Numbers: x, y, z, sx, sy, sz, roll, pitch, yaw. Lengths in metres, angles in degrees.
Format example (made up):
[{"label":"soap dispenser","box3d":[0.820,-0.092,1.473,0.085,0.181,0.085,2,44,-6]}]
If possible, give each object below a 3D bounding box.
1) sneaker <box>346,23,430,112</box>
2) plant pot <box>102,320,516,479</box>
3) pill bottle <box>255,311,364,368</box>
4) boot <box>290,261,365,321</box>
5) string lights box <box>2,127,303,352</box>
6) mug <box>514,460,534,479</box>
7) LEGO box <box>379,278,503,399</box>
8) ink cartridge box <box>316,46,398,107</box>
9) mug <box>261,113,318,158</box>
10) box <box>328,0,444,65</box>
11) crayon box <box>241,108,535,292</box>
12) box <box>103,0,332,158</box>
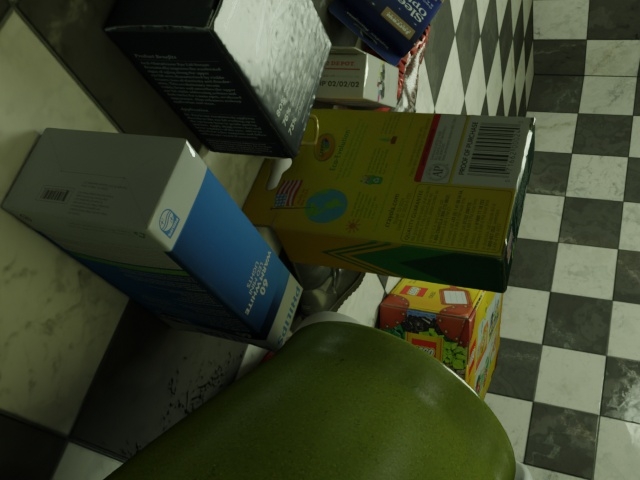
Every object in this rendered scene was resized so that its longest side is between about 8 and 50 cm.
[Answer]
[{"label":"sneaker","box3d":[0.122,-0.276,1.104,0.135,0.098,0.276,69,38,-48]},{"label":"plant pot","box3d":[-0.022,0.261,0.498,0.353,0.367,0.366,-48,141,-36]},{"label":"pill bottle","box3d":[-0.029,0.222,0.819,0.283,0.161,0.161,-52,142,-52]},{"label":"boot","box3d":[0.002,-0.001,0.959,0.189,0.076,0.208,-58,141,-48]},{"label":"string lights box","box3d":[-0.124,0.013,0.562,0.259,0.133,0.076,58,45,-58]},{"label":"mug","box3d":[0.207,0.481,1.196,0.328,0.374,0.276,-11,85,-70]},{"label":"LEGO box","box3d":[0.310,0.241,1.585,0.500,0.193,0.372,-35,129,-60]},{"label":"ink cartridge box","box3d":[0.031,-0.222,0.895,0.181,0.104,0.061,-12,108,-65]},{"label":"mug","box3d":[-0.049,-0.136,0.785,0.078,0.062,0.064,8,79,-31]},{"label":"box","box3d":[0.110,-0.371,1.018,0.036,0.136,0.225,-42,-168,46]},{"label":"crayon box","box3d":[0.080,-0.062,0.786,0.081,0.319,0.202,66,39,-52]},{"label":"box","box3d":[-0.084,-0.196,0.626,0.207,0.108,0.153,53,49,-58]}]
